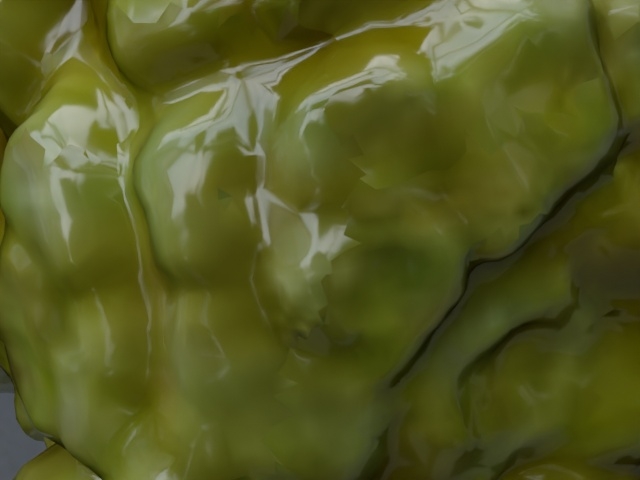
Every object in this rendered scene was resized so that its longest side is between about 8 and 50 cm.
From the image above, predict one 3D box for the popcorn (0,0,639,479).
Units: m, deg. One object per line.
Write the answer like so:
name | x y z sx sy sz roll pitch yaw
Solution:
popcorn | 0.000 0.000 0.494 0.224 0.270 0.258 -22 78 -23
